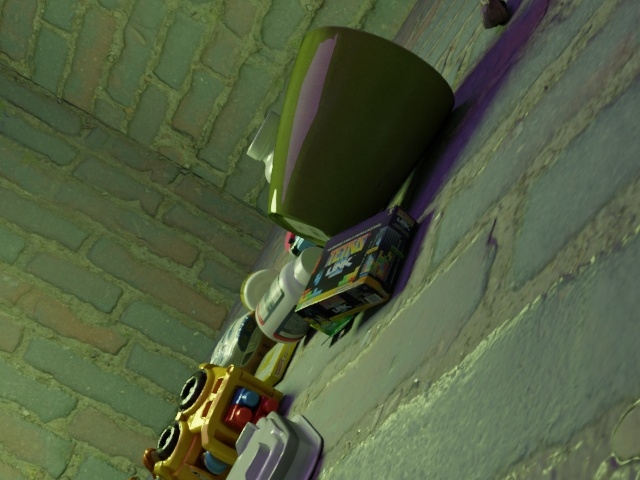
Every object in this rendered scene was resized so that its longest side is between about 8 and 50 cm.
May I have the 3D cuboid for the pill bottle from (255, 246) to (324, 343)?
[{"bbox_3d":[-0.036,0.098,1.516,0.180,0.108,0.108,-54,9,41],"label":"pill bottle"}]

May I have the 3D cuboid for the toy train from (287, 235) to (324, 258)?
[{"bbox_3d":[0.005,-0.011,1.685,0.184,0.105,0.080,-55,8,39],"label":"toy train"}]

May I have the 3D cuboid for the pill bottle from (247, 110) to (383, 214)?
[{"bbox_3d":[0.000,-0.134,1.545,0.146,0.264,0.146,-59,6,10],"label":"pill bottle"}]

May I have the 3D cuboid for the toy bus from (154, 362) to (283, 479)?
[{"bbox_3d":[-0.156,0.323,1.416,0.211,0.149,0.220,-18,43,57],"label":"toy bus"}]

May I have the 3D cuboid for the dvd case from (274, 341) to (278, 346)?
[{"bbox_3d":[-0.118,0.235,1.932,0.253,0.022,0.180,-62,7,-10],"label":"dvd case"}]

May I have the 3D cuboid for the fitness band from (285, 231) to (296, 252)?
[{"bbox_3d":[0.006,-0.051,1.870,0.209,0.054,0.291,-62,18,-9],"label":"fitness band"}]

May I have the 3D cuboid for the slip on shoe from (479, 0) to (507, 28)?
[{"bbox_3d":[0.292,-0.385,1.401,0.041,0.051,0.135,-15,15,19],"label":"slip on shoe"}]

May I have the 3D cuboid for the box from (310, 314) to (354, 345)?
[{"bbox_3d":[0.041,0.075,1.316,0.179,0.043,0.105,-66,9,-31],"label":"box"}]

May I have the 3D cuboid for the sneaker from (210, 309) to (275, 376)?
[{"bbox_3d":[-0.196,0.290,1.814,0.296,0.112,0.131,-58,18,-23],"label":"sneaker"}]

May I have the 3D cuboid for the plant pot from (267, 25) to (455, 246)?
[{"bbox_3d":[0.036,-0.144,1.355,0.294,0.274,0.275,-65,7,-12],"label":"plant pot"}]

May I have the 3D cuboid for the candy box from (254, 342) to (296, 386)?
[{"bbox_3d":[-0.099,0.255,1.670,0.105,0.027,0.206,-67,8,-29],"label":"candy box"}]

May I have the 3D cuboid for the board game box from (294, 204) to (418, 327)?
[{"bbox_3d":[0.050,0.039,1.189,0.170,0.048,0.141,-28,31,49],"label":"board game box"}]

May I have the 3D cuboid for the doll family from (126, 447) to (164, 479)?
[{"bbox_3d":[-0.270,0.453,1.512,0.118,0.163,0.263,-57,7,28],"label":"doll family"}]

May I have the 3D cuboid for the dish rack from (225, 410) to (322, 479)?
[{"bbox_3d":[-0.119,0.379,1.109,0.333,0.072,0.285,-60,6,-7],"label":"dish rack"}]

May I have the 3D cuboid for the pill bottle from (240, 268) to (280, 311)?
[{"bbox_3d":[-0.144,0.134,2.140,0.119,0.119,0.208,-61,6,-8],"label":"pill bottle"}]
